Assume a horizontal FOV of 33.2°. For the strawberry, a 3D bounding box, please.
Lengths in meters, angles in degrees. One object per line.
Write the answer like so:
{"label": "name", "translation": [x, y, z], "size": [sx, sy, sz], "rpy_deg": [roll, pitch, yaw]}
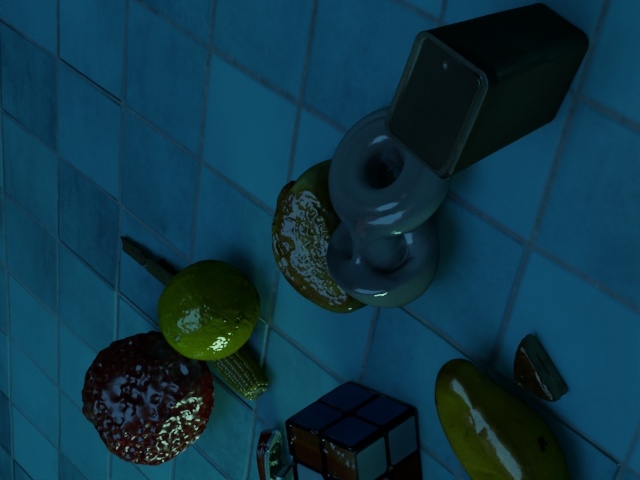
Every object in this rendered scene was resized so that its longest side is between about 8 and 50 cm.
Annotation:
{"label": "strawberry", "translation": [-0.373, 0.334, 2.306], "size": [0.292, 0.291, 0.310], "rpy_deg": [57, 166, 11]}

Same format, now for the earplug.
{"label": "earplug", "translation": [0.111, -0.048, 1.675], "size": [0.214, 0.175, 0.326], "rpy_deg": [23, 116, 39]}

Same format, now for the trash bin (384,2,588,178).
{"label": "trash bin", "translation": [0.222, -0.206, 1.395], "size": [0.122, 0.240, 0.164], "rpy_deg": [43, 137, 25]}

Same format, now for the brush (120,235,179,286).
{"label": "brush", "translation": [-0.367, 0.051, 2.358], "size": [0.248, 0.036, 0.043], "rpy_deg": [31, 126, 44]}

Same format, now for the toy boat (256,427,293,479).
{"label": "toy boat", "translation": [-0.093, 0.460, 2.229], "size": [0.058, 0.069, 0.173], "rpy_deg": [7, 118, 24]}

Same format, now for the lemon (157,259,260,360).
{"label": "lemon", "translation": [-0.222, 0.139, 2.108], "size": [0.231, 0.192, 0.192], "rpy_deg": [-36, 80, 29]}

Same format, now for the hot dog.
{"label": "hot dog", "translation": [0.000, 0.000, 1.834], "size": [0.153, 0.150, 0.257], "rpy_deg": [-11, 101, 40]}

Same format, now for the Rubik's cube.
{"label": "Rubik's cube", "translation": [0.061, 0.385, 1.936], "size": [0.183, 0.167, 0.180], "rpy_deg": [14, 120, 45]}

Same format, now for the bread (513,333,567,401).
{"label": "bread", "translation": [0.325, 0.200, 1.642], "size": [0.062, 0.043, 0.109], "rpy_deg": [-33, 85, 49]}

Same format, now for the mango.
{"label": "mango", "translation": [0.285, 0.314, 1.689], "size": [0.295, 0.120, 0.177], "rpy_deg": [60, 148, 10]}

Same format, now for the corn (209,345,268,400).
{"label": "corn", "translation": [-0.194, 0.234, 2.217], "size": [0.238, 0.080, 0.080], "rpy_deg": [46, 137, 20]}
